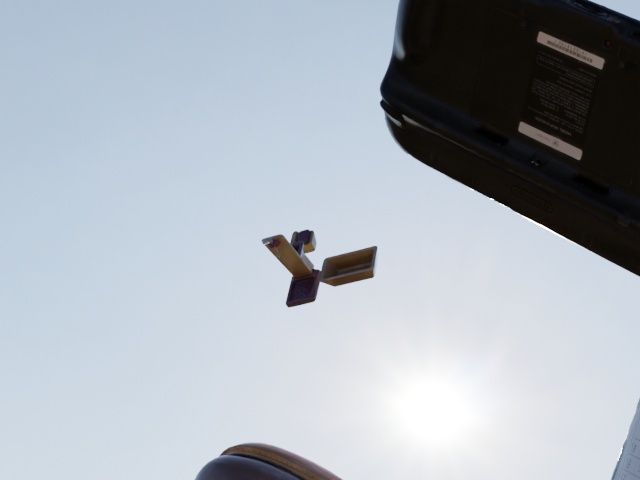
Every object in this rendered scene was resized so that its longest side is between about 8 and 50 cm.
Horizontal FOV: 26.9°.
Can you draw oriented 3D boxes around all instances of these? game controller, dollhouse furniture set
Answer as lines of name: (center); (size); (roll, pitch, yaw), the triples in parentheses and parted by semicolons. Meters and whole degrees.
game controller: (0.172, -0.087, 0.940); (0.319, 0.166, 0.067); (31, 30, 32)
dollhouse furniture set: (0.000, 0.000, 1.378); (0.114, 0.091, 0.081); (-14, -46, 30)

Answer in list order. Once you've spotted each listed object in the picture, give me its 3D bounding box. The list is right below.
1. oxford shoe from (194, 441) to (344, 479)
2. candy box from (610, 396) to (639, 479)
oxford shoe: (-0.020, 0.238, 0.799); (0.133, 0.129, 0.364); (6, 22, -30)
candy box: (0.180, 0.067, 0.399); (0.159, 0.233, 0.071); (20, -1, -5)
